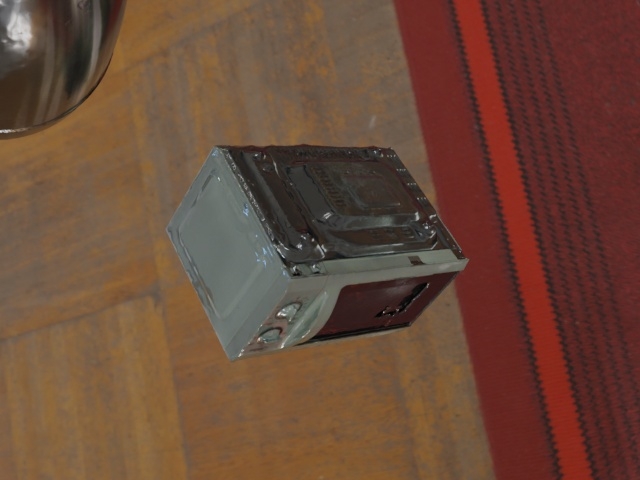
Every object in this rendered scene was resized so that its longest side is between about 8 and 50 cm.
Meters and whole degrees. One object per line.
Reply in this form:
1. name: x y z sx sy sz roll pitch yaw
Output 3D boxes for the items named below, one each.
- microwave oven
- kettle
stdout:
1. microwave oven: 0.000 0.000 1.087 0.181 0.295 0.237 -53 56 38
2. kettle: -0.241 -0.194 0.608 0.207 0.250 0.271 62 151 -4
